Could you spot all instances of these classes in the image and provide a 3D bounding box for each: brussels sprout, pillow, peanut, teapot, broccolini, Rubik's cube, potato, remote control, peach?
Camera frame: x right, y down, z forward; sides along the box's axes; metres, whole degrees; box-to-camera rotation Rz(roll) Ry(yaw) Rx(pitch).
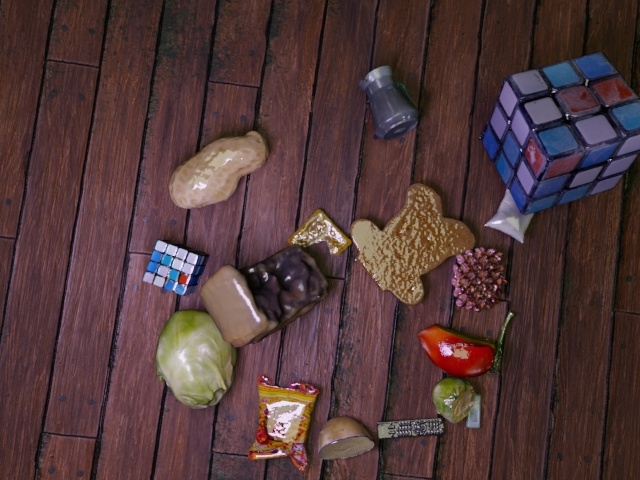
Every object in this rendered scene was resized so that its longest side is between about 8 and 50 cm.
[{"bbox_3d":[0.459,0.547,1.659,0.151,0.122,0.149,25,92,-35],"label":"brussels sprout"},{"bbox_3d":[0.713,-0.132,1.723,0.144,0.078,0.254,23,86,10],"label":"pillow"},{"bbox_3d":[-0.414,0.379,1.564,0.247,0.328,0.328,-7,87,23],"label":"brussels sprout"},{"bbox_3d":[-0.353,-0.245,1.655,0.387,0.169,0.192,-36,94,-3],"label":"peanut"},{"bbox_3d":[0.254,-0.494,1.699,0.203,0.171,0.225,-16,79,-34],"label":"teapot"},{"bbox_3d":[0.652,0.370,1.709,0.051,0.054,0.239,28,83,-35],"label":"broccolini"},{"bbox_3d":[-0.497,0.092,1.638,0.155,0.154,0.151,21,87,1],"label":"Rubik's cube"},{"bbox_3d":[0.081,0.672,1.642,0.202,0.182,0.117,-8,44,-9],"label":"potato"},{"bbox_3d":[0.324,0.671,1.692,0.245,0.025,0.063,-3,86,-1],"label":"remote control"},{"bbox_3d":[0.552,0.614,1.705,0.053,0.018,0.125,2,86,0],"label":"remote control"},{"bbox_3d":[0.472,0.392,1.648,0.267,0.154,0.159,17,88,-1],"label":"peach"},{"bbox_3d":[0.789,-0.340,1.555,0.363,0.362,0.359,-13,61,-1],"label":"Rubik's cube"}]

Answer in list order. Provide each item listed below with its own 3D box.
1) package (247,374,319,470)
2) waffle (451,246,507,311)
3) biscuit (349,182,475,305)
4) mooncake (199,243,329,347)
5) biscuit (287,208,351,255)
[{"bbox_3d":[-0.133,0.629,1.646,0.223,0.108,0.288,9,79,4],"label":"package"},{"bbox_3d":[0.567,0.141,1.691,0.221,0.055,0.234,-4,96,-17],"label":"waffle"},{"bbox_3d":[0.316,0.002,1.710,0.394,0.076,0.368,-42,89,-6],"label":"biscuit"},{"bbox_3d":[-0.167,0.168,1.525,0.394,0.393,0.246,-28,85,-12],"label":"mooncake"},{"bbox_3d":[0.000,0.000,1.714,0.183,0.039,0.174,42,85,2],"label":"biscuit"}]
